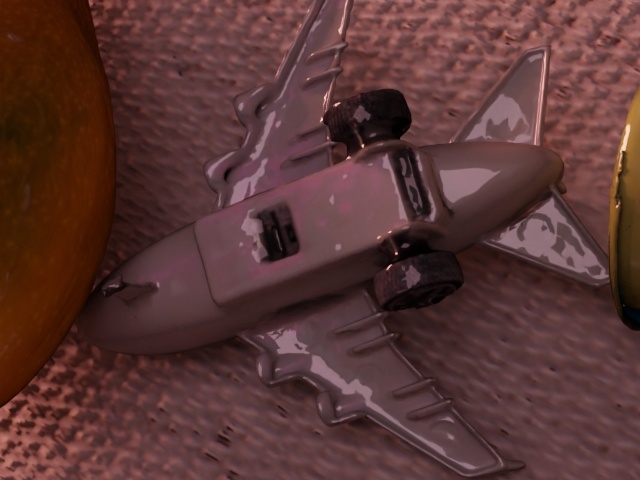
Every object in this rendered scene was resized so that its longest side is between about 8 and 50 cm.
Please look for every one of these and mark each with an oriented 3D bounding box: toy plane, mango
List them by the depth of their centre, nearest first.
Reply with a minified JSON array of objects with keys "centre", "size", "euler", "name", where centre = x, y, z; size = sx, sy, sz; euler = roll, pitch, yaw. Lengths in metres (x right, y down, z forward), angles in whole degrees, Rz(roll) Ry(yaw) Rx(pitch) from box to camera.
[{"centre":[-0.001,-0.001,0.810],"size":[0.255,0.101,0.251],"euler":[-18,74,9],"name":"toy plane"},{"centre":[-0.182,-0.061,0.862],"size":[0.187,0.144,0.359],"euler":[-31,45,28],"name":"mango"}]

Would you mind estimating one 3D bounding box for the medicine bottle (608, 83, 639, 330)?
[{"centre":[0.246,-0.006,0.727],"size":[0.239,0.124,0.124],"euler":[10,71,20],"name":"medicine bottle"}]
